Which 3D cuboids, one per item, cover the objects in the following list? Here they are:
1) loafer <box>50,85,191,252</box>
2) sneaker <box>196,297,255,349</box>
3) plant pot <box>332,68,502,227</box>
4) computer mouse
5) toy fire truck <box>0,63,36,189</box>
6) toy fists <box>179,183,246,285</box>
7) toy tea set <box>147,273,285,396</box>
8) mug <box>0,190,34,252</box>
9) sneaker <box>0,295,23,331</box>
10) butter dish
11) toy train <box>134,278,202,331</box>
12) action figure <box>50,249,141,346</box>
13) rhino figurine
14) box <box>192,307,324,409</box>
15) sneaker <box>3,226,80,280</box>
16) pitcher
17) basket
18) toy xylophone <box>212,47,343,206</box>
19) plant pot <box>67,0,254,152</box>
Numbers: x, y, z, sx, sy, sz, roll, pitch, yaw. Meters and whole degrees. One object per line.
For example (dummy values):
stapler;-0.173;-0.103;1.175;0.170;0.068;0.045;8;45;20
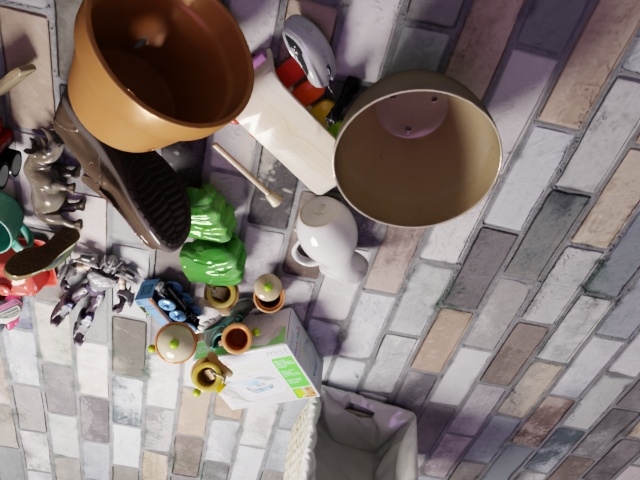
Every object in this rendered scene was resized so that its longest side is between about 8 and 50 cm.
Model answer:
loafer;-0.388;-0.133;1.285;0.130;0.134;0.366;-22;104;39
sneaker;-0.221;0.208;1.610;0.166;0.076;0.065;-37;144;4
plant pot;0.166;-0.191;1.166;0.283;0.191;0.284;2;133;3
computer mouse;0.002;-0.306;1.143;0.042;0.106;0.193;5;140;50
toy fire truck;-0.629;-0.210;1.214;0.158;0.217;0.247;11;117;-5
toy fists;-0.240;-0.007;1.432;0.142;0.096;0.279;7;134;19
toy tea set;-0.230;0.195;1.515;0.200;0.124;0.336;39;85;-1
mug;-0.716;-0.040;1.438;0.129;0.097;0.158;-9;131;12
sneaker;-0.887;0.133;1.598;0.299;0.121;0.112;11;122;-29
butter dish;-0.719;0.079;1.532;0.160;0.118;0.160;5;132;0
toy train;-0.370;0.168;1.615;0.105;0.080;0.184;-8;135;23
action figure;-0.550;0.127;1.579;0.185;0.099;0.285;32;124;-16
rhino figurine;-0.560;-0.128;1.363;0.106;0.073;0.243;5;131;-4
box;-0.154;0.307;1.691;0.261;0.127;0.231;-12;132;16
sneaker;-0.619;0.046;1.456;0.064;0.192;0.086;42;133;2
pitcher;0.000;0.000;1.413;0.177;0.126;0.207;4;146;22
basket;0.075;0.635;1.841;0.328;0.331;0.266;19;137;-12
toy xylophone;-0.062;-0.197;1.252;0.236;0.081;0.323;-24;126;24
plant pot;-0.284;-0.276;1.089;0.290;0.291;0.203;35;142;-25
